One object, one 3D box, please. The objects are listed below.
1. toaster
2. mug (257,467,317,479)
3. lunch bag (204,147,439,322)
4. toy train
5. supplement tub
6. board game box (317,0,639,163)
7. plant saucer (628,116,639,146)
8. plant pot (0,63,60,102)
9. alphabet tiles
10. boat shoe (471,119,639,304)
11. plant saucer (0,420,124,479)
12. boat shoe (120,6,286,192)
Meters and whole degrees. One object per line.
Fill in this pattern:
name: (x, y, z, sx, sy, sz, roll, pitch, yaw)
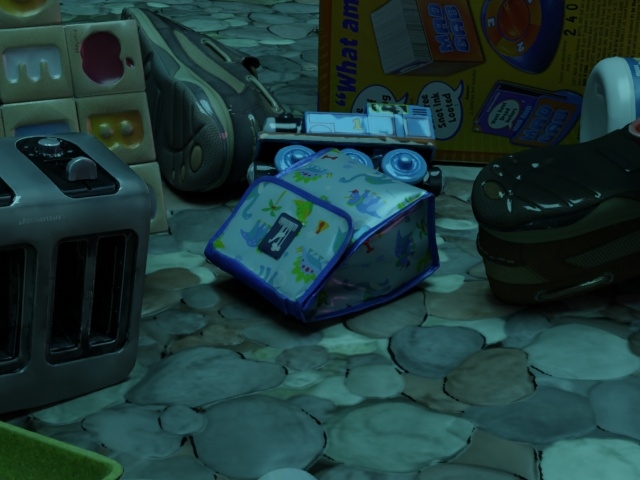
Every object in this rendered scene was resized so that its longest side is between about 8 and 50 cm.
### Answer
toaster: (-0.217, 0.026, 0.842, 0.168, 0.186, 0.110, -8, 27, -38)
mug: (-0.023, 0.156, 0.679, 0.078, 0.062, 0.064, 3, 15, -13)
lunch bag: (0.000, 0.000, 1.003, 0.151, 0.096, 0.128, -32, 40, -28)
toy train: (0.023, -0.074, 1.148, 0.184, 0.080, 0.105, 1, 51, -7)
supplement tub: (0.356, -0.100, 1.169, 0.199, 0.144, 0.144, 1, 24, 0)
board game box: (0.191, -0.309, 1.374, 0.356, 0.357, 0.356, 4, 24, 5)
plant saucer: (0.406, -0.078, 0.935, 0.258, 0.048, 0.259, 24, 42, 35)
plant pot: (-0.253, -0.074, 1.042, 0.201, 0.180, 0.201, 0, 23, 0)
alphabet tiles: (-0.290, -0.066, 0.919, 0.342, 0.285, 0.011, -9, 1, -21)
boat shoe: (0.274, -0.026, 1.023, 0.323, 0.120, 0.122, -11, 32, -12)
plant saucer: (-0.234, 0.161, 0.675, 0.188, 0.045, 0.188, 13, 27, 25)
boat shoe: (-0.130, -0.149, 1.314, 0.130, 0.132, 0.355, 0, 30, -26)
